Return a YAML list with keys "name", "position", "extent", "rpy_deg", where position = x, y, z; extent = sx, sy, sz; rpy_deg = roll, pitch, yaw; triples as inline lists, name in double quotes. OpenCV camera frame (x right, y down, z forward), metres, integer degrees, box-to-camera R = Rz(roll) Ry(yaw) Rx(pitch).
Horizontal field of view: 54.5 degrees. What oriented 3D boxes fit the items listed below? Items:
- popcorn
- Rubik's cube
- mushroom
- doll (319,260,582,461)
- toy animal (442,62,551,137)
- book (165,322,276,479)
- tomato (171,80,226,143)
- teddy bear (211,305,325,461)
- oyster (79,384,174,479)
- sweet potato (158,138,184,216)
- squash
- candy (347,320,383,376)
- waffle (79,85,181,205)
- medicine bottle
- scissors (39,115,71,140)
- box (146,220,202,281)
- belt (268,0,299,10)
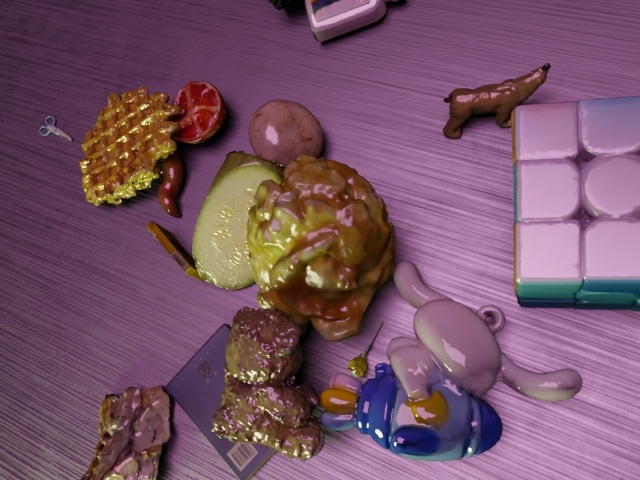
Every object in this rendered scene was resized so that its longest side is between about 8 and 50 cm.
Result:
- name: "popcorn"
  position: [0.002, 0.007, 1.172]
  extent: [0.275, 0.335, 0.279]
  rpy_deg: [24, 53, 35]
- name: "Rubik's cube"
  position: [0.467, -0.046, 1.019]
  extent: [0.291, 0.292, 0.290]
  rpy_deg: [0, 77, 18]
- name: "mushroom"
  position: [-0.076, -0.218, 1.330]
  extent: [0.166, 0.127, 0.166]
  rpy_deg: [10, 65, -23]
- name: "doll"
  position: [0.200, 0.258, 1.105]
  extent: [0.365, 0.187, 0.376]
  rpy_deg: [-48, 43, -8]
- name: "toy animal"
  position: [0.342, -0.283, 1.226]
  extent: [0.219, 0.101, 0.103]
  rpy_deg: [-8, 72, 17]
- name: "book"
  position: [-0.177, 0.330, 1.281]
  extent: [0.191, 0.025, 0.269]
  rpy_deg: [-47, 67, 1]
- name: "tomato"
  position: [-0.277, -0.291, 1.451]
  extent: [0.156, 0.069, 0.155]
  rpy_deg: [-7, 76, 27]
- name: "teddy bear"
  position: [-0.106, 0.245, 1.131]
  extent: [0.267, 0.156, 0.255]
  rpy_deg: [12, 92, 46]
- name: "oyster"
  position: [-0.426, 0.469, 1.286]
  extent: [0.201, 0.107, 0.354]
  rpy_deg: [7, 78, 24]
- name: "sweet potato"
  position: [-0.349, -0.154, 1.449]
  extent: [0.058, 0.055, 0.202]
  rpy_deg: [-24, 65, 56]
- name: "squash"
  position: [-0.159, -0.032, 1.284]
  extent: [0.189, 0.189, 0.260]
  rpy_deg: [17, 78, 22]
- name: "candy"
  position: [0.095, 0.212, 1.221]
  extent: [0.035, 0.035, 0.122]
  rpy_deg: [37, 77, -20]
- name: "waffle"
  position: [-0.457, -0.221, 1.469]
  extent: [0.312, 0.060, 0.307]
  rpy_deg: [13, 85, 36]
- name: "medicine bottle"
  position: [0.078, -0.537, 1.394]
  extent: [0.219, 0.078, 0.115]
  rpy_deg: [-16, 70, 14]
- name: "scissors"
  position: [-0.688, -0.286, 1.619]
  extent: [0.119, 0.014, 0.058]
  rpy_deg: [27, 87, 26]
- name: "box"
  position: [-0.318, 0.024, 1.374]
  extent: [0.023, 0.087, 0.155]
  rpy_deg: [-45, 67, 2]
- name: "belt"
  position: [-0.094, -0.631, 1.440]
  extent: [0.078, 0.151, 0.198]
  rpy_deg: [-17, 62, 18]
